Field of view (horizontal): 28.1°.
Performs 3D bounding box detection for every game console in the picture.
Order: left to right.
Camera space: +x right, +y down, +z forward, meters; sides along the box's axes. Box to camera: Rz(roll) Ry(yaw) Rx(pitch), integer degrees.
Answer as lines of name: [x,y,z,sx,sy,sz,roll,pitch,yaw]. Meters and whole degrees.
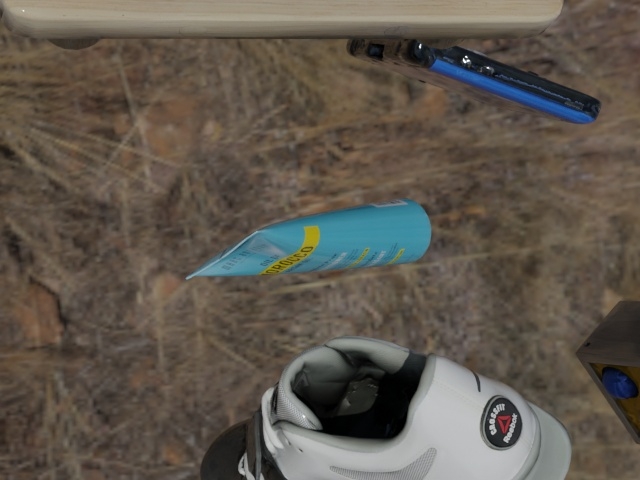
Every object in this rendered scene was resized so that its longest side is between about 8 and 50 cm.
game console: [0.116,-0.228,1.138,0.250,0.293,0.173,18,97,-11]

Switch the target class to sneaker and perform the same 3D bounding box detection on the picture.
sneaker: [0.004,0.125,0.901,0.146,0.330,0.122,41,53,-28]

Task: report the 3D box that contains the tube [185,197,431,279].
tube: [0.000,0.000,0.940,0.207,0.080,0.052,-7,66,-48]

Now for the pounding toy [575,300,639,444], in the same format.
pounding toy: [0.303,0.136,1.077,0.100,0.130,0.141,-44,109,-23]

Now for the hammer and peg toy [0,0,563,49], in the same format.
hammer and peg toy: [0.026,-0.220,0.604,0.361,0.127,0.266,-3,76,-16]
